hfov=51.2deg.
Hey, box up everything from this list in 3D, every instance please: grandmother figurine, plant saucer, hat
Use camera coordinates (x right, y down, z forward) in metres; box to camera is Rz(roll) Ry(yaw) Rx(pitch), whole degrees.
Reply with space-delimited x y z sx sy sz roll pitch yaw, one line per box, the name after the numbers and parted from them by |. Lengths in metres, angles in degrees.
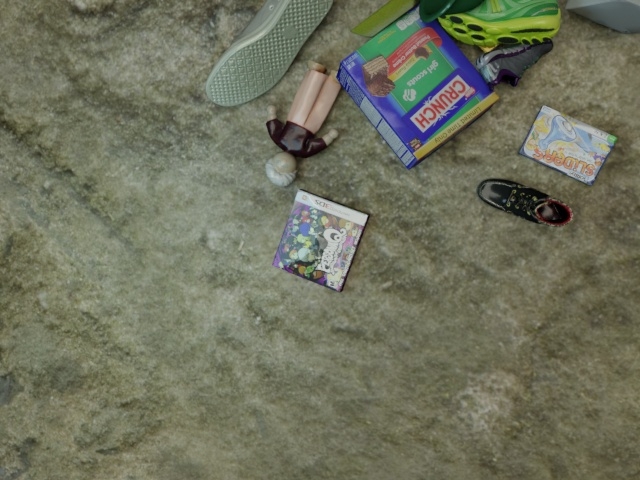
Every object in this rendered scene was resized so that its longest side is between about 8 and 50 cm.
-0.058 -0.308 1.809 0.208 0.104 0.342 25 96 17 | grandmother figurine
0.180 -0.576 1.682 0.188 0.188 0.045 -31 102 27 | plant saucer
0.366 -0.563 1.569 0.184 0.208 0.172 21 64 -24 | hat

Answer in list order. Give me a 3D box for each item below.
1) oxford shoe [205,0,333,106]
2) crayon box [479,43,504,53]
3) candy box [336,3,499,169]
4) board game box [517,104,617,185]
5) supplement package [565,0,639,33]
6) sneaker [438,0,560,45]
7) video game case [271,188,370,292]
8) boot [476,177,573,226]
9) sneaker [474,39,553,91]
-0.143 -0.542 1.800 0.449 0.169 0.130 -45 44 19 | oxford shoe
0.477 -0.642 1.683 0.319 0.081 0.202 -41 85 11 | crayon box
0.242 -0.387 1.698 0.268 0.122 0.317 -38 88 -6 | candy box
0.628 -0.242 1.705 0.201 0.035 0.136 26 98 9 | board game box
0.740 -0.640 1.537 0.200 0.198 0.262 13 98 -20 | supplement package
0.428 -0.545 1.617 0.296 0.109 0.123 10 72 19 | sneaker
0.000 0.000 1.846 0.210 0.042 0.231 22 98 10 | video game case
0.509 -0.097 1.665 0.237 0.178 0.085 21 98 8 | boot
0.492 -0.433 1.666 0.224 0.083 0.098 -19 87 -17 | sneaker
